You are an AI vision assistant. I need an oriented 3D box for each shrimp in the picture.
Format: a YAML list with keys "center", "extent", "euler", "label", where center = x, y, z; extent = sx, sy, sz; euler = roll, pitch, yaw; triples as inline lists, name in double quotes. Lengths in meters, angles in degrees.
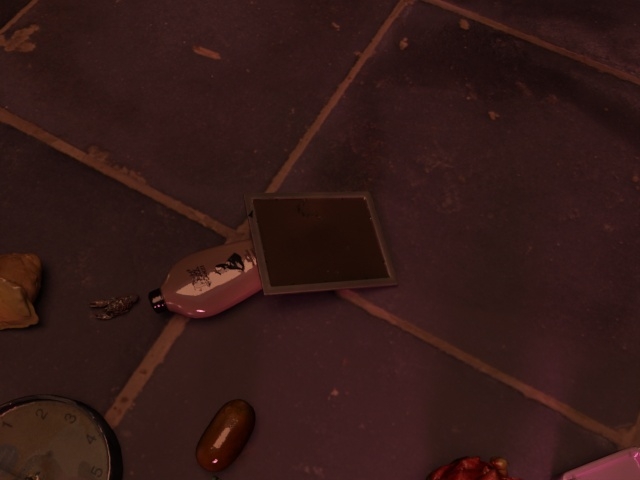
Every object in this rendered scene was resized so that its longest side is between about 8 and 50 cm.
- center: [-0.381, 0.123, 1.087]
  extent: [0.092, 0.029, 0.038]
  euler: [-12, 72, -1]
  label: "shrimp"

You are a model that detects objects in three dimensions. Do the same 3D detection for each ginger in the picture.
- center: [-0.602, 0.082, 1.077]
  extent: [0.193, 0.115, 0.123]
  euler: [-2, 42, 6]
  label: "ginger"

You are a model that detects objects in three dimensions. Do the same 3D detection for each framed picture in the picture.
- center: [0.000, 0.000, 1.113]
  extent: [0.273, 0.016, 0.217]
  euler: [-2, 62, -23]
  label: "framed picture"

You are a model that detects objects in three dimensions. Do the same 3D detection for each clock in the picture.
- center: [-0.463, 0.384, 0.939]
  extent: [0.280, 0.055, 0.281]
  euler: [1, 64, -1]
  label: "clock"
- center: [0.474, 0.442, 0.917]
  extent: [0.150, 0.063, 0.197]
  euler: [-17, 65, -9]
  label: "clock"

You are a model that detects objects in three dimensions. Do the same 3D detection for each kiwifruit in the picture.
- center: [-0.154, 0.319, 0.963]
  extent: [0.075, 0.075, 0.124]
  euler: [31, 63, 14]
  label: "kiwifruit"

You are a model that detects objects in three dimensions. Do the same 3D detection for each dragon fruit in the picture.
- center: [0.236, 0.398, 0.875]
  extent: [0.166, 0.172, 0.160]
  euler: [17, 64, 7]
  label: "dragon fruit"

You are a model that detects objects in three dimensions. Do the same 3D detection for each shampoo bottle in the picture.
- center: [-0.190, 0.069, 1.084]
  extent: [0.256, 0.078, 0.127]
  euler: [-23, 70, -13]
  label: "shampoo bottle"

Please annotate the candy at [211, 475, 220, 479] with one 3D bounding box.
- center: [-0.181, 0.526, 0.872]
  extent: [0.092, 0.093, 0.336]
  euler: [30, 46, -34]
  label: "candy"
